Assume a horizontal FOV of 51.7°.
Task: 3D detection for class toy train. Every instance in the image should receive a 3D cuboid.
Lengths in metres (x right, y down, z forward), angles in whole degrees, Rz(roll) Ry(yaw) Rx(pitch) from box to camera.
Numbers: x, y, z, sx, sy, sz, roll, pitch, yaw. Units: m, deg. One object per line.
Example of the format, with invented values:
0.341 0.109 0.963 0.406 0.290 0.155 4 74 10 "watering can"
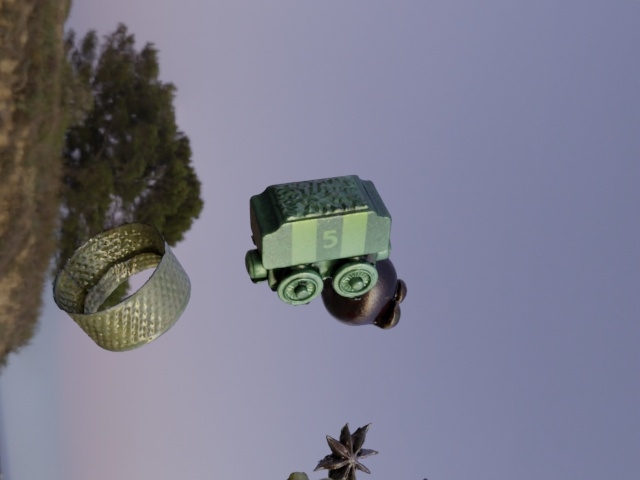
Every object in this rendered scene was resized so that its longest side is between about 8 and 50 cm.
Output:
0.000 0.000 1.307 0.166 0.299 0.238 -114 -161 -46 "toy train"

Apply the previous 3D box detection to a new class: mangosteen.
0.099 0.109 1.569 0.210 0.210 0.209 26 -61 60 "mangosteen"

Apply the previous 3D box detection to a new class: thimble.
-0.432 0.103 1.461 0.271 0.271 0.150 50 -11 48 "thimble"

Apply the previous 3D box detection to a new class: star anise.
0.064 0.584 1.788 0.061 0.181 0.204 1 -105 60 "star anise"

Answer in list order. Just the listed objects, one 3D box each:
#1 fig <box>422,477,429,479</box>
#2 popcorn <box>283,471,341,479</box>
0.183 0.615 1.416 0.146 0.134 0.201 37 -66 61 "fig"
-0.029 0.660 1.503 0.282 0.247 0.281 -19 -124 31 "popcorn"
